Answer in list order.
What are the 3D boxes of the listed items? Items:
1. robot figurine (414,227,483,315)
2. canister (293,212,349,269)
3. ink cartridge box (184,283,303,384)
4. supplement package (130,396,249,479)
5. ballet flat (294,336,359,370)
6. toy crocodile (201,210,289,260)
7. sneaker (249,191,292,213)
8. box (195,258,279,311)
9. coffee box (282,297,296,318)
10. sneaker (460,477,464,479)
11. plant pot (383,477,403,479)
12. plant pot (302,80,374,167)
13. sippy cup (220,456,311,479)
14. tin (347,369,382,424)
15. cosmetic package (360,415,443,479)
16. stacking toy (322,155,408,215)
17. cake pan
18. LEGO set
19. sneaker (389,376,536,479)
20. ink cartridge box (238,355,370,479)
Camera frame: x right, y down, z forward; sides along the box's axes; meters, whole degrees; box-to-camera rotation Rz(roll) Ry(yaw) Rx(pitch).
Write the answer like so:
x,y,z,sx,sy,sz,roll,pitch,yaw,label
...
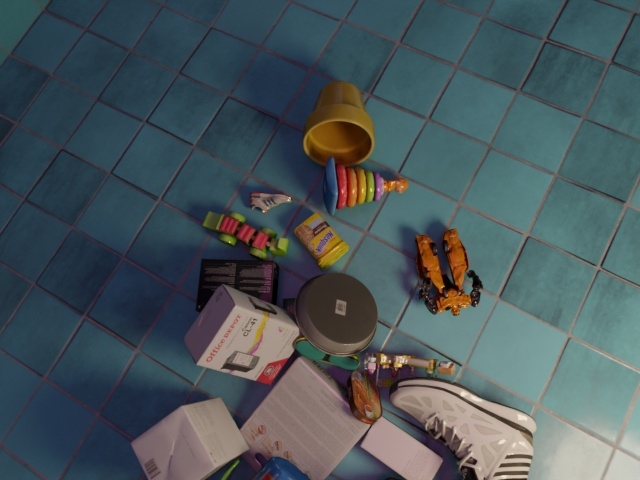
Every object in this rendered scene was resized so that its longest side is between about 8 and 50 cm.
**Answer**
x,y,z,sx,sy,sz,roll,pitch,yaw,label
0.420,0.112,1.733,0.210,0.085,0.291,-11,72,4,robot figurine
0.000,0.000,1.820,0.126,0.073,0.170,-39,72,-6,canister
-0.230,0.300,1.612,0.226,0.306,0.131,-56,42,6,ink cartridge box
-0.386,0.625,1.570,0.198,0.262,0.199,-37,73,5,supplement package
0.022,0.356,1.684,0.230,0.077,0.077,23,116,-13,ballet flat
-0.267,-0.023,1.840,0.340,0.105,0.115,24,78,13,toy crocodile
-0.184,-0.135,1.896,0.161,0.057,0.076,5,91,6,sneaker
-0.283,0.166,1.789,0.261,0.103,0.185,2,72,6,box
-0.037,0.250,1.767,0.184,0.040,0.113,-5,74,5,coffee box
0.391,0.800,1.521,0.103,0.111,0.252,43,83,16,sneaker
0.250,0.793,1.454,0.236,0.254,0.237,-2,98,-19,plant pot
0.067,-0.431,1.860,0.253,0.254,0.239,-1,59,6,plant pot
-0.138,0.777,1.522,0.305,0.240,0.224,40,82,-29,sippy cup
0.137,0.490,1.619,0.106,0.190,0.040,22,118,-15,tin
0.250,0.652,1.597,0.231,0.085,0.117,33,80,16,cosmetic package
0.163,-0.194,1.831,0.301,0.166,0.175,-3,62,-6,stacking toy
0.061,0.228,1.684,0.292,0.054,0.293,11,56,-16,cake pan
0.277,0.423,1.645,0.286,0.132,0.107,6,83,2,LEGO set
0.401,0.577,1.510,0.447,0.169,0.258,16,47,9,sneaker
-0.062,0.611,1.663,0.308,0.091,0.385,41,99,15,ink cartridge box
